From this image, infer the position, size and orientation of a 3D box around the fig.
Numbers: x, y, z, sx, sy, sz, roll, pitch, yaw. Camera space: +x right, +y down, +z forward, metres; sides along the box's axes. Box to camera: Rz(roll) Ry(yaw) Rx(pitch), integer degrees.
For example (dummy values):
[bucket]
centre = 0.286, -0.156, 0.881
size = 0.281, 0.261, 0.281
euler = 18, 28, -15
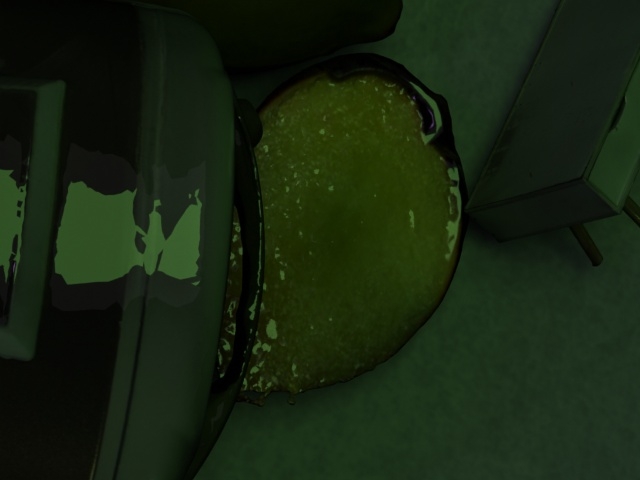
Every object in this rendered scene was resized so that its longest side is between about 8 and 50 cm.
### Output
[fig]
centre = -0.042, -0.193, 1.054
size = 0.225, 0.203, 0.203
euler = 30, 69, -18

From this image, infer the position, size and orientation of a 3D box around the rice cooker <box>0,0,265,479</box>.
[rice cooker]
centre = -0.193, 0.014, 0.889
size = 0.325, 0.335, 0.335
euler = 8, 73, -13

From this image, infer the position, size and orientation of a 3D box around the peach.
[peach]
centre = -0.001, 0.000, 1.078
size = 0.189, 0.068, 0.279
euler = 41, 65, -12

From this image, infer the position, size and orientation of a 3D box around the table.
[table]
centre = 0.221, -0.094, 1.129
size = 0.111, 0.121, 0.240
euler = 40, 61, -23
